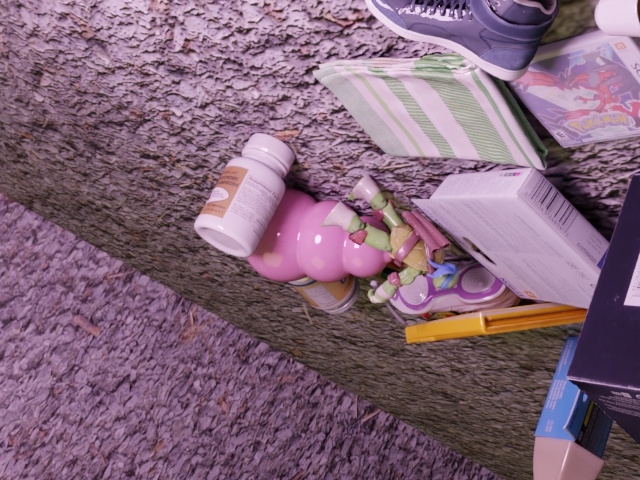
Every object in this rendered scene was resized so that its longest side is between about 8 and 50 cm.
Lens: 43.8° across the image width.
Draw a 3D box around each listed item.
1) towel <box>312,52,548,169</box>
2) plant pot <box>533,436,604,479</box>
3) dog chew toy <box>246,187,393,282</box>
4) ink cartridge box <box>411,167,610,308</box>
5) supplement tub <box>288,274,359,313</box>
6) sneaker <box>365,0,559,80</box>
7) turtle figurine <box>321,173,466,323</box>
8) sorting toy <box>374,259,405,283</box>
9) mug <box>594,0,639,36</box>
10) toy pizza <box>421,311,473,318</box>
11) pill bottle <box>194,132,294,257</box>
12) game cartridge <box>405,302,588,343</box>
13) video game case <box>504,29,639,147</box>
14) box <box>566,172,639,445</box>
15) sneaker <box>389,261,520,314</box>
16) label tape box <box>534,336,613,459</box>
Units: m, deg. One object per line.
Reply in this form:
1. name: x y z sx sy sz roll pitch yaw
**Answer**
1. towel: 0.166 -0.193 1.222 0.325 0.038 0.248 10 156 46
2. plant pot: 0.516 0.487 1.692 0.109 0.096 0.109 32 159 -20
3. dog chew toy: 0.000 0.000 1.712 0.332 0.207 0.206 9 155 22
4. ink cartridge box: 0.361 0.001 1.392 0.324 0.071 0.330 40 169 -20
5. supplement tub: 0.001 0.084 1.979 0.144 0.144 0.200 10 155 37
6. sneaker: 0.167 -0.291 0.934 0.226 0.086 0.163 24 161 3
7. turtle figurine: 0.137 0.019 1.564 0.266 0.198 0.274 42 -174 4
8. sorting toy: 0.206 0.086 1.886 0.307 0.041 0.229 37 157 -28
9. mug: 0.343 -0.247 0.879 0.078 0.062 0.064 46 160 -29
10. toy pizza: 0.268 0.155 1.920 0.201 0.032 0.201 17 161 6
11. pill bottle: -0.145 -0.093 1.591 0.131 0.229 0.131 23 160 9
12. game cartridge: 0.370 0.176 1.684 0.285 0.053 0.323 -4 169 -22
13. video game case: 0.356 -0.194 1.043 0.183 0.023 0.201 38 157 -29
14. box: 0.546 0.124 1.136 0.179 0.343 0.312 1 149 48
15. sneaker: 0.288 0.121 1.734 0.305 0.114 0.152 -4 158 40
16. label tape box: 0.582 0.361 1.807 0.115 0.249 0.348 11 155 35
